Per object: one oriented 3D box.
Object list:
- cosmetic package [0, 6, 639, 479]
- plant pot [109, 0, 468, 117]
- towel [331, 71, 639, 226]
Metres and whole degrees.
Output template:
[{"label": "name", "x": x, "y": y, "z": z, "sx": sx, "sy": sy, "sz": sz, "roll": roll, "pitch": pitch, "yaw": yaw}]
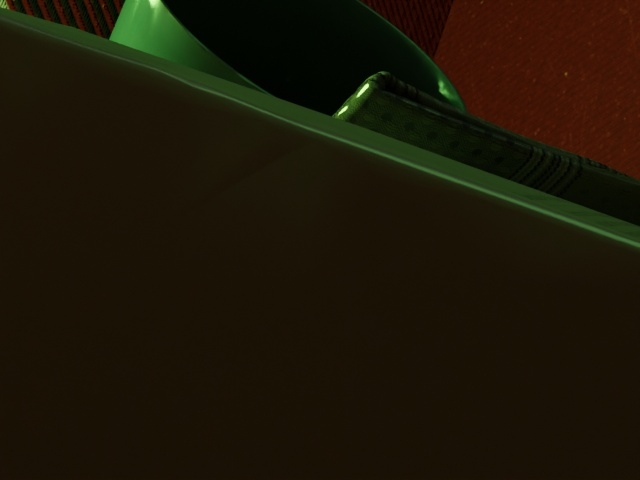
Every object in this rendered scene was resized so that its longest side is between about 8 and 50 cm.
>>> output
[{"label": "cosmetic package", "x": 0.027, "y": 0.084, "z": 0.566, "sx": 0.385, "sy": 0.217, "sz": 0.156, "roll": 18, "pitch": 4, "yaw": 14}, {"label": "plant pot", "x": -0.062, "y": -0.068, "z": 1.586, "sx": 0.293, "sy": 0.235, "sz": 0.293, "roll": 25, "pitch": 26, "yaw": -13}, {"label": "towel", "x": 0.103, "y": 0.018, "z": 1.444, "sx": 0.324, "sy": 0.312, "sz": 0.056, "roll": 20, "pitch": 48, "yaw": -20}]
